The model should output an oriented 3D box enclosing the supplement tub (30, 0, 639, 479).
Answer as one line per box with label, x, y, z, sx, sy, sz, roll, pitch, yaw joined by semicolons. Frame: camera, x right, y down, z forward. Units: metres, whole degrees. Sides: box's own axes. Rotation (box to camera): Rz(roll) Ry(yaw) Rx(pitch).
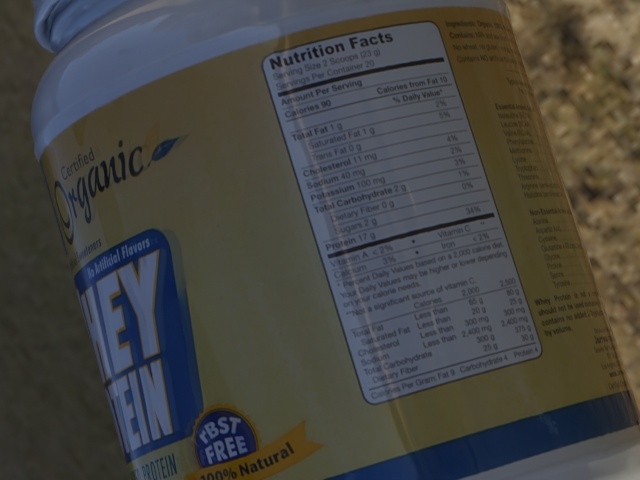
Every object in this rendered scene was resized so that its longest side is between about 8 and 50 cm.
supplement tub;0.000;0.000;0.533;0.144;0.144;0.200;134;119;-72
